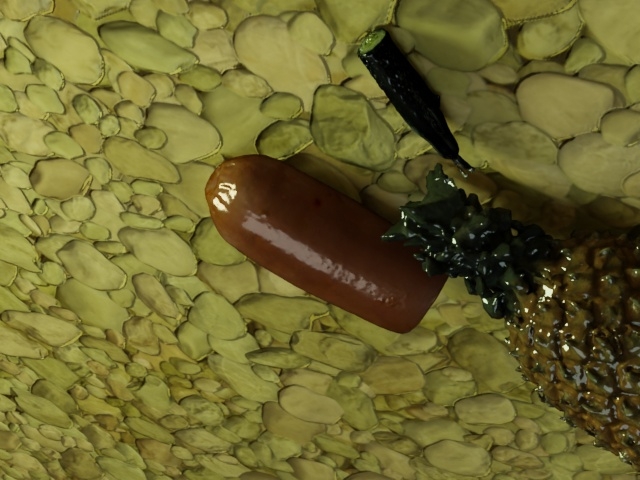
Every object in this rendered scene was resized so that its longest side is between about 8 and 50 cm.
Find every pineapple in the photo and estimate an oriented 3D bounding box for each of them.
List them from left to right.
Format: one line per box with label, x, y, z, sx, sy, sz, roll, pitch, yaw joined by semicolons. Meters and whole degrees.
pineapple;0.229;0.060;1.032;0.362;0.202;0.202;32;143;8

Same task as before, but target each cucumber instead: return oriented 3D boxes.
cucumber;0.090;-0.122;0.986;0.039;0.043;0.163;-41;123;4

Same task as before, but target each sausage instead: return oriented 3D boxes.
sausage;0.000;0.000;1.118;0.259;0.114;0.113;28;142;-10
